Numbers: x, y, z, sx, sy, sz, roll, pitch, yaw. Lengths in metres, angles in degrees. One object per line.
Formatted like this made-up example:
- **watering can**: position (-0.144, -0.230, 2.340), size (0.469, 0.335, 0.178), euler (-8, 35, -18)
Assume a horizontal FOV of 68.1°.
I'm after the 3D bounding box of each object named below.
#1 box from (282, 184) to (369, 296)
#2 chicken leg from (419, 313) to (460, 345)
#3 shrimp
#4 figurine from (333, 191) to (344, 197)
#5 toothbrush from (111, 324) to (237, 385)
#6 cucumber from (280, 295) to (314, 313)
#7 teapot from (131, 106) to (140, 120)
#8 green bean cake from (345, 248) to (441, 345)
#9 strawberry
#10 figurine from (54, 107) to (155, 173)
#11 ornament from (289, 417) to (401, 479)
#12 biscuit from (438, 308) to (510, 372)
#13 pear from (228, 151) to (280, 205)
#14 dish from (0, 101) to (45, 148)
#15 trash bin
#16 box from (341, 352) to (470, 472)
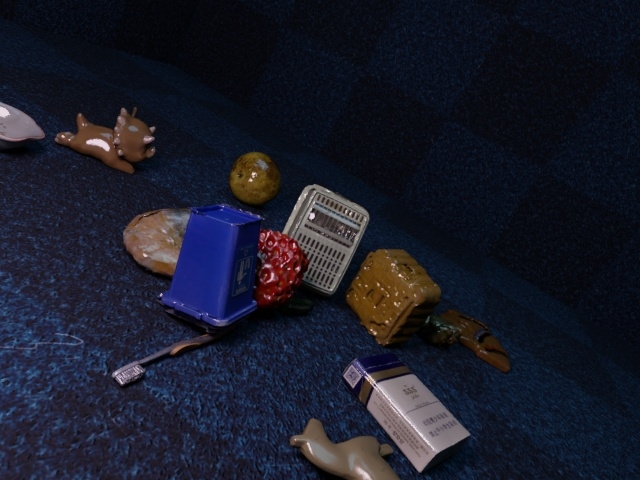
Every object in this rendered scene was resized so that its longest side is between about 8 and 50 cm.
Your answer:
- **box**: position (0.000, 0.000, 1.374), size (0.220, 0.291, 0.166), euler (26, -1, -9)
- **chicken leg**: position (0.339, 0.262, 1.498), size (0.227, 0.088, 0.103), euler (32, 32, -2)
- **shrimp**: position (-0.319, -0.012, 1.233), size (0.221, 0.110, 0.445), euler (38, 23, 7)
- **figurine**: position (0.073, -0.122, 2.080), size (0.138, 0.110, 0.245), euler (-2, 39, -27)
- **toothbrush**: position (-0.254, 0.200, 0.890), size (0.031, 0.023, 0.321), euler (42, 22, 14)
- **cucumber**: position (-0.057, 0.168, 1.225), size (0.105, 0.048, 0.048), euler (15, 23, -44)
- **teapot**: position (-0.712, -0.446, 1.786), size (0.080, 0.110, 0.085), euler (-1, -11, -32)
- **green bean cake**: position (0.197, 0.159, 1.347), size (0.131, 0.230, 0.224), euler (7, 33, -46)
- **strawberry**: position (-0.138, 0.096, 1.151), size (0.234, 0.234, 0.178), euler (21, 50, -23)
- **figurine**: position (-0.636, -0.328, 1.461), size (0.247, 0.173, 0.177), euler (27, 19, -7)
- **ornament**: position (0.079, 0.394, 0.813), size (0.245, 0.061, 0.230), euler (16, 21, -43)
- **biscuit**: position (0.560, 0.345, 1.671), size (0.278, 0.043, 0.301), euler (12, 25, -41)
- **pear**: position (-0.248, -0.225, 1.738), size (0.197, 0.197, 0.197), euler (26, 19, -10)
- **dish**: position (-0.841, -0.287, 1.207), size (0.229, 0.081, 0.229), euler (30, 17, -10)
- **trash bin**: position (-0.221, 0.049, 0.980), size (0.184, 0.235, 0.162), euler (19, 15, 17)
- **box**: position (0.183, 0.361, 1.036), size (0.168, 0.071, 0.259), euler (8, 28, -48)
